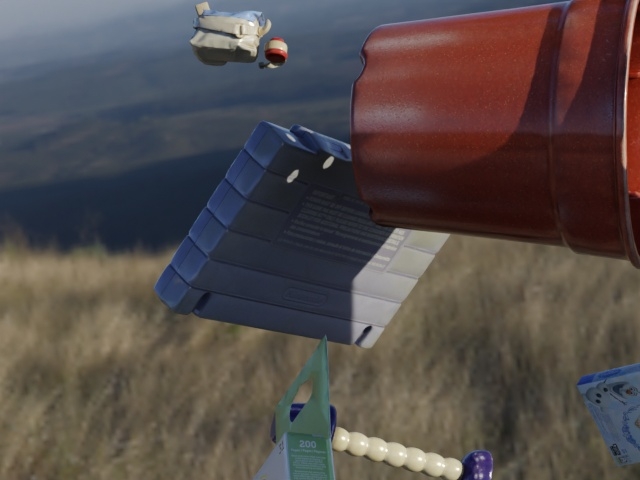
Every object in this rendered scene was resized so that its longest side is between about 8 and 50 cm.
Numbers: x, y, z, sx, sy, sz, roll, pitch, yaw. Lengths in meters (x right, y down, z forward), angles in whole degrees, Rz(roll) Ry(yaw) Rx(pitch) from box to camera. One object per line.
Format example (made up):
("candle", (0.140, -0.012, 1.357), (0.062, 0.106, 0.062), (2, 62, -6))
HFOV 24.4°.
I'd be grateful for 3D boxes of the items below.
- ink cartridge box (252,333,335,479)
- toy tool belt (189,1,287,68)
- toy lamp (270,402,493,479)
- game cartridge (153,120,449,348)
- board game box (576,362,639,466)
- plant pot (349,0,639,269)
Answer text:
("ink cartridge box", (-0.037, 0.232, 1.484), (0.056, 0.235, 0.171), (7, -36, -19))
("toy tool belt", (-0.067, -0.178, 1.251), (0.083, 0.051, 0.052), (3, -22, 4))
("toy lamp", (0.074, 0.256, 1.819), (0.275, 0.080, 0.080), (15, 3, -14))
("game cartridge", (0.000, 0.000, 1.651), (0.068, 0.230, 0.355), (39, 15, 37))
("board game box", (0.288, 0.153, 1.318), (0.090, 0.090, 0.020), (-18, 17, 36))
("plant pot", (0.182, -0.111, 1.422), (0.265, 0.272, 0.272), (2, 12, 21))
